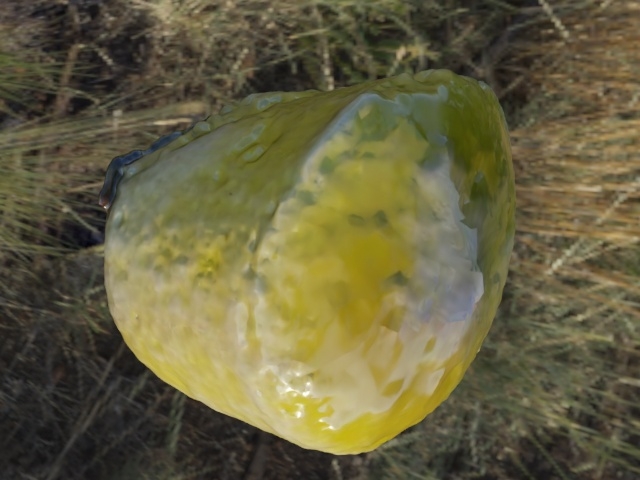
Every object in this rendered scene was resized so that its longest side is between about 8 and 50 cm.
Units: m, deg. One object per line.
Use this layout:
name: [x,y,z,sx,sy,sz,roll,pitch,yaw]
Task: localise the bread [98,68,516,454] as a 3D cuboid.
bread: [0.002,0.004,0.588,0.197,0.170,0.197,-22,118,-51]
